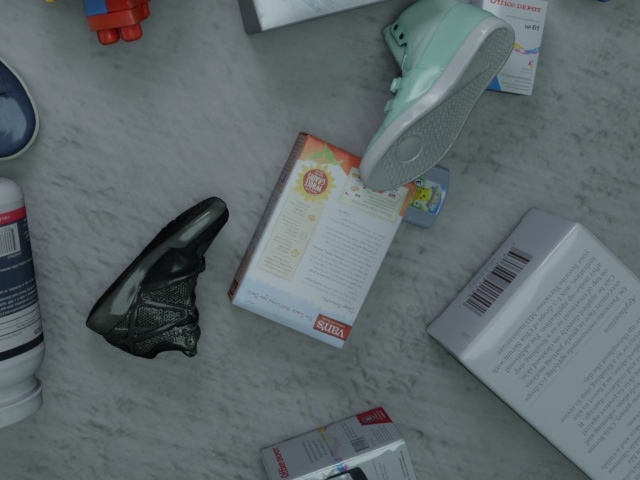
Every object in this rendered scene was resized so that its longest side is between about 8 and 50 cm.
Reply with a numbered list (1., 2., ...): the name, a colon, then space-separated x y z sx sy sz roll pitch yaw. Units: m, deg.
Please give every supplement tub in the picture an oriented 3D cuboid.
1. supplement tub: -0.422 0.071 1.315 0.191 0.191 0.272 -7 100 -9

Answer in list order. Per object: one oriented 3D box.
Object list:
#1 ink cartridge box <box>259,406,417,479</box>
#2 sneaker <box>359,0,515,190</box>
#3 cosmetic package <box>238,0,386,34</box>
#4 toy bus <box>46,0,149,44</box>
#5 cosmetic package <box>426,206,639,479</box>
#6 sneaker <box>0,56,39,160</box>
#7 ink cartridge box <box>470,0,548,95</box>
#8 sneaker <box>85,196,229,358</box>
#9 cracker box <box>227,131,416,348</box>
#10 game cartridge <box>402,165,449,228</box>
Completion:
1. ink cartridge box: 0.021 0.292 1.466 0.175 0.127 0.072 -19 104 -6
2. sneaker: 0.111 -0.187 1.413 0.256 0.151 0.094 -52 138 4
3. cosmetic package: 0.000 -0.380 1.351 0.224 0.138 0.224 -17 102 -9
4. toy bus: -0.217 -0.334 1.284 0.220 0.149 0.211 -8 107 22
5. cosmetic package: 0.386 0.191 1.500 0.453 0.161 0.230 42 89 -14
6. sneaker: -0.470 -0.213 1.283 0.350 0.148 0.131 39 90 -14
7. ink cartridge box: 0.231 -0.252 1.457 0.088 0.052 0.122 7 96 -11
8. sneaker: -0.170 0.056 1.416 0.130 0.087 0.227 40 93 -16
9. cracker box: 0.000 0.000 1.446 0.155 0.067 0.232 24 93 -13
10. game cartridge: 0.135 -0.060 1.489 0.056 0.017 0.083 17 96 -16
